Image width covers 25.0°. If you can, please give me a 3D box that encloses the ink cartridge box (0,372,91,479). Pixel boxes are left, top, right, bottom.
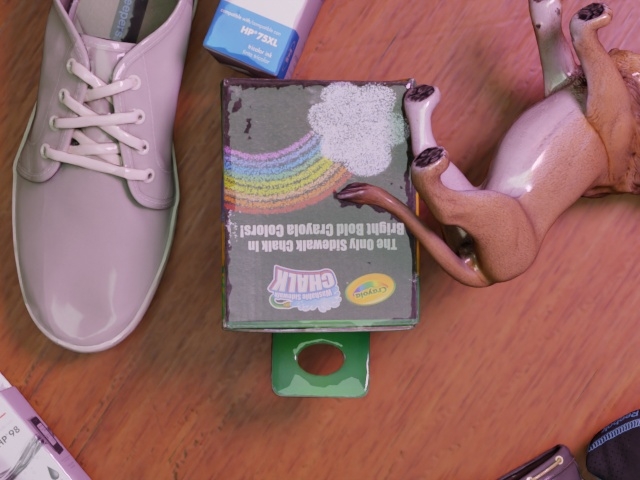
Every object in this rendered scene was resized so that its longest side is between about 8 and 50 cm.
[{"bbox_3d":[-0.313,0.218,1.411,0.104,0.060,0.180,-40,89,2],"label":"ink cartridge box"}]

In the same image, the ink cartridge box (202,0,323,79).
[{"bbox_3d":[-0.027,-0.267,1.365,0.078,0.134,0.231,23,91,2],"label":"ink cartridge box"}]

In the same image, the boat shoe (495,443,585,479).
[{"bbox_3d":[0.148,0.267,1.391,0.228,0.081,0.069,-21,87,-5],"label":"boat shoe"}]

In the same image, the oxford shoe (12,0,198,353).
[{"bbox_3d":[-0.208,-0.114,1.376,0.169,0.130,0.449,11,92,0],"label":"oxford shoe"}]

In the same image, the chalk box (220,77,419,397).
[{"bbox_3d":[0.000,0.000,1.345,0.180,0.179,0.289,0,91,1],"label":"chalk box"}]

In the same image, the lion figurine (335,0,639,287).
[{"bbox_3d":[0.199,-0.065,1.292,0.392,0.142,0.240,-36,124,-17],"label":"lion figurine"}]

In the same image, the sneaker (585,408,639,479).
[{"bbox_3d":[0.374,0.311,1.381,0.139,0.125,0.341,-22,92,28],"label":"sneaker"}]
